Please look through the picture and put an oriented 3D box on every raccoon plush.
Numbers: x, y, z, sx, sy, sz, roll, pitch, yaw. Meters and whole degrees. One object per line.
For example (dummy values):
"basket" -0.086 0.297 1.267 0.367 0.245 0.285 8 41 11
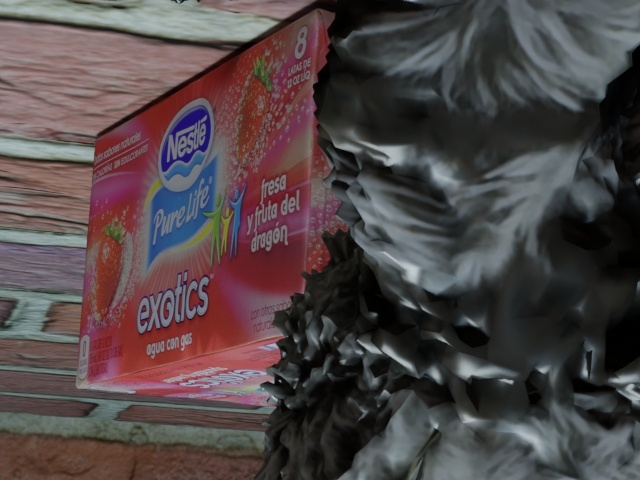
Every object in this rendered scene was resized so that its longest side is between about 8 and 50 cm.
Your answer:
"raccoon plush" 0.084 0.017 0.691 0.216 0.446 0.299 11 -159 -4

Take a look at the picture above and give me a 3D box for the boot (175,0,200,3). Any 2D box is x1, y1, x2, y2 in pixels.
"boot" -0.032 -0.118 0.481 0.045 0.099 0.121 3 169 -6

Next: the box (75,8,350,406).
"box" 0.000 0.000 0.962 0.154 0.142 0.300 8 168 -23
